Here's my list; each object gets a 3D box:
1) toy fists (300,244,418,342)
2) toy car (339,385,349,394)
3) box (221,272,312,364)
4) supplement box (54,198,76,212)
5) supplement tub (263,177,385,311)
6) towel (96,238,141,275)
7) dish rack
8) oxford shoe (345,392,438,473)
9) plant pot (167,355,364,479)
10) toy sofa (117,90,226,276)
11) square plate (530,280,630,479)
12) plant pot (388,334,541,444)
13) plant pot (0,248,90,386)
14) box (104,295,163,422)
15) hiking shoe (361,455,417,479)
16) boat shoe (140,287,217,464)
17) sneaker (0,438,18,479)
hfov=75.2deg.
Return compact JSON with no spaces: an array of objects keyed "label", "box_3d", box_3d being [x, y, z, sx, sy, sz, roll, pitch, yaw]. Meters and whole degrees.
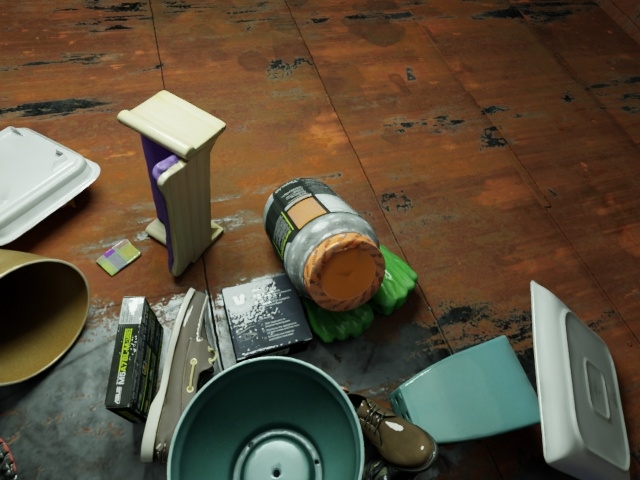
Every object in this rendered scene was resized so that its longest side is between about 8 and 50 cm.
[{"label":"toy fists","box_3d":[0.096,0.130,0.948,0.279,0.096,0.142,-29,55,-22]},{"label":"toy car","box_3d":[-0.006,0.315,0.844,0.122,0.060,0.040,2,27,-16]},{"label":"box","box_3d":[-0.118,0.170,0.887,0.156,0.093,0.158,-12,63,-16]},{"label":"supplement box","box_3d":[-0.636,-0.099,0.984,0.083,0.055,0.043,-20,64,-18]},{"label":"supplement tub","box_3d":[0.000,0.000,0.877,0.194,0.193,0.316,-10,28,-15]},{"label":"towel","box_3d":[-0.464,0.038,0.958,0.060,0.009,0.083,38,62,13]},{"label":"dish rack","box_3d":[-0.711,-0.149,0.944,0.333,0.072,0.285,24,58,25]},{"label":"oxford shoe","box_3d":[0.107,0.337,0.743,0.096,0.227,0.082,47,66,-24]},{"label":"plant pot","box_3d":[-0.081,0.374,0.697,0.293,0.196,0.293,0,49,0]},{"label":"toy sofa","box_3d":[-0.310,-0.099,0.860,0.150,0.362,0.177,31,54,9]},{"label":"square plate","box_3d":[0.535,0.299,0.840,0.344,0.049,0.347,33,53,-29]},{"label":"plant pot","box_3d":[0.270,0.319,0.826,0.234,0.165,0.165,-13,62,-13]},{"label":"plant pot","box_3d":[-0.627,0.107,0.782,0.254,0.237,0.237,19,57,18]},{"label":"box","box_3d":[-0.336,0.224,0.767,0.045,0.184,0.190,2,60,-11]},{"label":"hiking shoe","box_3d":[0.085,0.442,0.746,0.227,0.114,0.086,-26,66,-22]},{"label":"boat shoe","box_3d":[-0.255,0.253,0.807,0.097,0.116,0.324,11,62,-8]},{"label":"sneaker","box_3d":[-0.611,0.345,0.703,0.098,0.135,0.276,-37,95,-39]}]
